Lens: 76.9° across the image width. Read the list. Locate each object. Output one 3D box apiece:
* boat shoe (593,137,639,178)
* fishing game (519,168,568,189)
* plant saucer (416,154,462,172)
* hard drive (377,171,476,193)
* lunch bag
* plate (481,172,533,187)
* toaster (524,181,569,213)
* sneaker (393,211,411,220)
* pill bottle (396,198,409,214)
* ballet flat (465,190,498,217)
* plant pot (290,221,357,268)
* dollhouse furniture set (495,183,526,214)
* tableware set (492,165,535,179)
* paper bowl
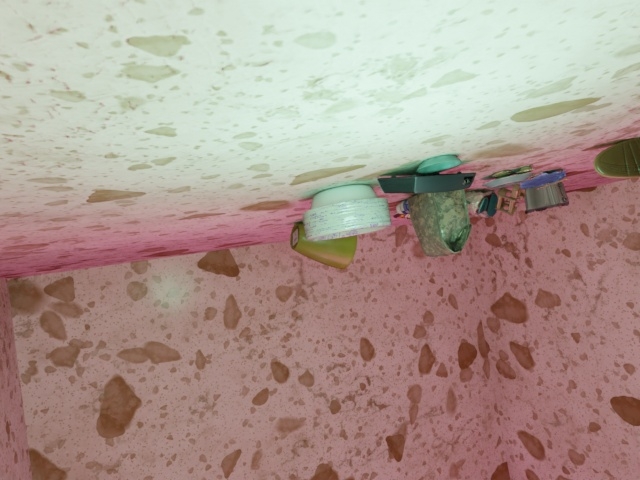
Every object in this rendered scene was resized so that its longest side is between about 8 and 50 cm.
[{"bbox_3d":[1.039,-0.265,1.276,0.340,0.122,0.110,-11,176,10],"label":"boat shoe"},{"bbox_3d":[0.964,-0.271,1.755,0.264,0.041,0.189,-1,165,-35],"label":"fishing game"},{"bbox_3d":[0.314,-0.205,1.075,0.119,0.021,0.119,-10,177,0],"label":"plant saucer"},{"bbox_3d":[0.311,-0.169,1.179,0.254,0.054,0.172,-9,-169,-33],"label":"hard drive"},{"bbox_3d":[0.499,-0.072,1.682,0.168,0.287,0.235,-8,176,-13],"label":"lunch bag"},{"bbox_3d":[0.726,-0.228,1.566,0.188,0.024,0.188,-11,177,-1],"label":"plate"},{"bbox_3d":[1.146,-0.229,2.074,0.129,0.147,0.227,-7,176,-24],"label":"toaster"},{"bbox_3d":[0.531,-0.142,2.416,0.185,0.084,0.069,-11,177,18],"label":"sneaker"},{"bbox_3d":[0.407,-0.157,1.871,0.067,0.067,0.120,-8,177,-27],"label":"pill bottle"},{"bbox_3d":[0.811,-0.201,2.070,0.146,0.147,0.408,-11,174,33],"label":"ballet flat"},{"bbox_3d":[0.000,0.000,2.124,0.293,0.275,0.274,9,169,-24],"label":"plant pot"},{"bbox_3d":[0.966,-0.256,2.035,0.101,0.161,0.182,27,154,31],"label":"dollhouse furniture set"},{"bbox_3d":[0.726,-0.252,1.519,0.141,0.020,0.168,-11,176,26],"label":"tableware set"},{"bbox_3d":[0.081,-0.091,1.310,0.284,0.148,0.284,-9,177,0],"label":"paper bowl"}]
